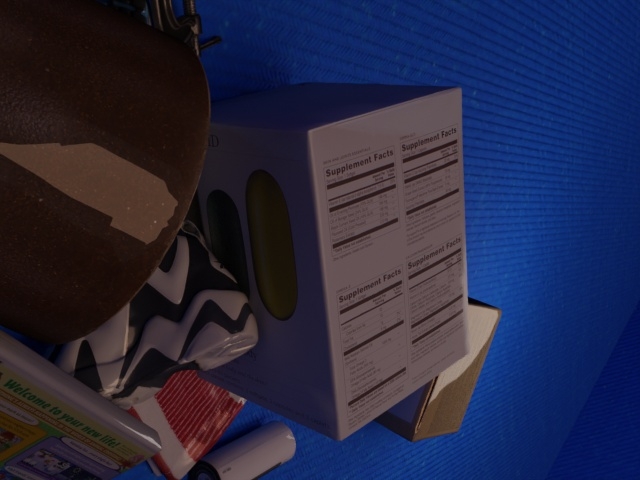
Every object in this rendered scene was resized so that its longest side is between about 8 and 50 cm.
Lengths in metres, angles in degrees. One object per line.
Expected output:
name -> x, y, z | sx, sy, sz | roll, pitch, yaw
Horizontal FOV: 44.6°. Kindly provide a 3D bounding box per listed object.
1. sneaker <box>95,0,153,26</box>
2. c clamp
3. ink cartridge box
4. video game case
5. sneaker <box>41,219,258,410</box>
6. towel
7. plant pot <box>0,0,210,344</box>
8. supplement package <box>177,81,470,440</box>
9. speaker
sneaker -> -0.160, -0.108, 0.617 | 0.083, 0.071, 0.190 | -32, 136, -70
c clamp -> -0.115, -0.217, 0.619 | 0.137, 0.022, 0.160 | -72, 161, -58
ink cartridge box -> 0.197, 0.204, 1.298 | 0.193, 0.088, 0.234 | 15, 96, -57
video game case -> -0.250, 0.160, 0.570 | 0.193, 0.023, 0.212 | -30, 142, 2
sneaker -> -0.184, 0.060, 0.654 | 0.235, 0.153, 0.094 | -25, 160, 2
towel -> -0.090, 0.078, 0.844 | 0.329, 0.037, 0.237 | -47, 141, -31
plant pot -> -0.218, -0.076, 0.431 | 0.230, 0.215, 0.215 | 28, 84, -44
supplement package -> 0.000, 0.000, 0.725 | 0.198, 0.199, 0.262 | -23, 115, -42
speaker -> -0.090, 0.262, 0.933 | 0.136, 0.055, 0.055 | -15, 120, -53
